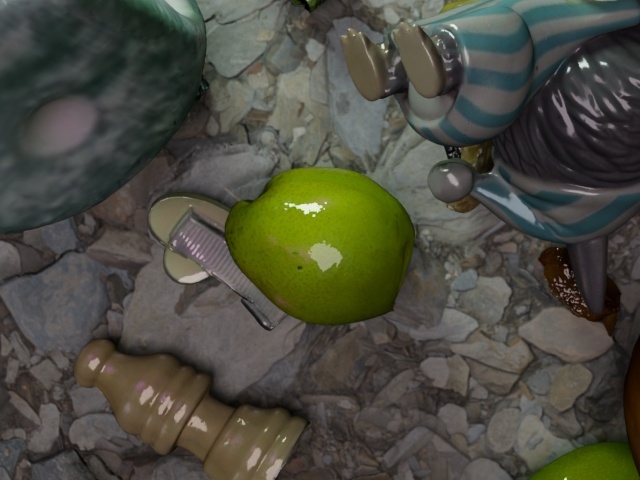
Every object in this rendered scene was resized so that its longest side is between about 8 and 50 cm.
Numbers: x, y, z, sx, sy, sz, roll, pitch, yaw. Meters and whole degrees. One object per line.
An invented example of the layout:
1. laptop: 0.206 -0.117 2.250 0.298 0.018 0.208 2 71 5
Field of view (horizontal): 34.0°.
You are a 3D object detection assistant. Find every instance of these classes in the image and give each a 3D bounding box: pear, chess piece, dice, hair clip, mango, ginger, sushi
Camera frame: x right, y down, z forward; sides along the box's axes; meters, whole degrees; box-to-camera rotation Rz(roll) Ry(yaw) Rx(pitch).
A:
1. pear: 0.000 0.000 1.223 0.219 0.187 0.187 21 106 3
2. chess piece: -0.180 0.219 1.356 0.307 0.124 0.139 31 137 6
3. dice: -0.352 -0.233 1.115 0.328 0.330 0.348 -41 65 16
4. hair clip: -0.116 0.011 1.309 0.218 0.071 0.159 37 104 -5
5. mango: 0.306 0.365 1.280 0.175 0.143 0.293 40 97 -2
6. ginger: 0.183 -0.097 1.227 0.044 0.057 0.137 28 120 51
7. sushi: 0.311 0.059 1.248 0.120 0.052 0.055 36 125 -2

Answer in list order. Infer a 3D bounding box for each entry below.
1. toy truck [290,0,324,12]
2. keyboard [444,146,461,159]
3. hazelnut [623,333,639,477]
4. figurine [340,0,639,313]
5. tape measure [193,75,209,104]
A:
1. toy truck: -0.025 -0.357 1.205 0.100 0.077 0.169 -32 92 2
2. keyboard: 0.163 -0.160 1.245 0.061 0.013 0.204 -17 99 13
3. hazelnut: 0.497 0.209 1.102 0.366 0.366 0.366 2 103 10
4. figurine: 0.250 -0.086 1.078 0.361 0.266 0.378 -22 102 -24
5. tape measure: -0.212 -0.218 1.253 0.104 0.107 0.180 -15 103 17
